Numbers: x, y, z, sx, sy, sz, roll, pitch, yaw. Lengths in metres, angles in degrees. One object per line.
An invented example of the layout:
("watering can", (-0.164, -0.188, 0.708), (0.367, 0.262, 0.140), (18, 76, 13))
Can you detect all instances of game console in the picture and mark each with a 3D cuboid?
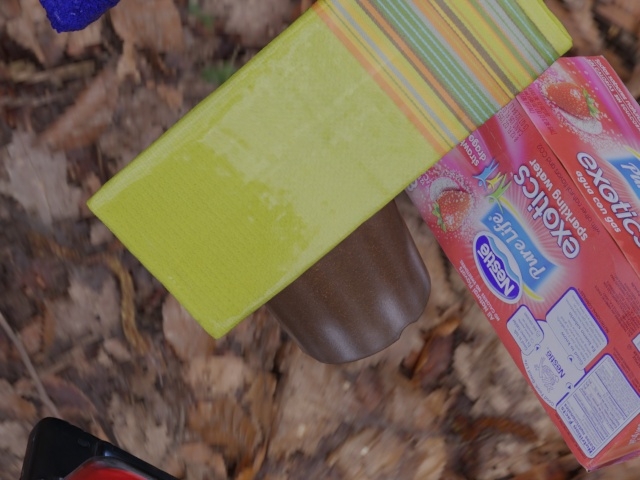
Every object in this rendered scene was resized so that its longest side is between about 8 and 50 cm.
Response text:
("game console", (-0.042, 0.111, 0.740), (0.144, 0.124, 0.085), (30, 113, -16))

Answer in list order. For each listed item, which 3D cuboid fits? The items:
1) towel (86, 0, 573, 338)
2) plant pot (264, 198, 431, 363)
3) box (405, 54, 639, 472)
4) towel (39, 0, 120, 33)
("towel", (0.004, -0.060, 0.919), (0.237, 0.021, 0.102), (-40, 105, 7))
("plant pot", (0.000, 0.000, 1.487), (0.167, 0.167, 0.165), (-40, 125, -10))
("box", (0.216, 0.012, 1.466), (0.142, 0.154, 0.300), (-7, 55, -42))
("towel", (-0.148, -0.326, 1.360), (0.308, 0.076, 0.228), (-38, 70, 34))
